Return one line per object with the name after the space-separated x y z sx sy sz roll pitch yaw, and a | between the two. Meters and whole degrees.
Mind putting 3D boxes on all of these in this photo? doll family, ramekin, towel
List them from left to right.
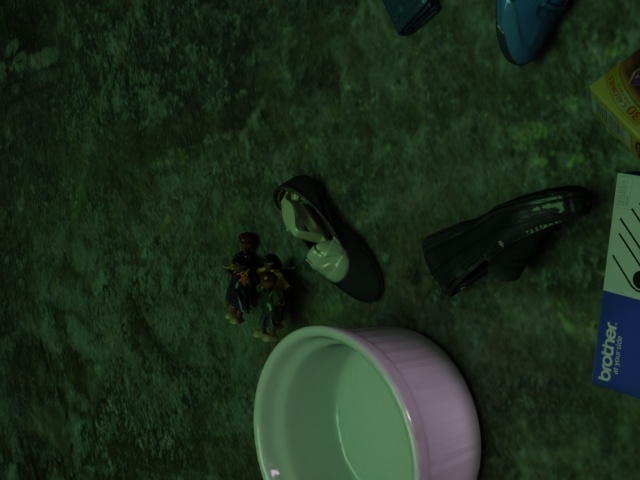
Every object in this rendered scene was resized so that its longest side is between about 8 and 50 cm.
-0.089 0.057 1.356 0.193 0.076 0.112 19 113 49 | doll family
0.057 0.229 1.164 0.277 0.135 0.277 9 101 48 | ramekin
0.091 -0.301 1.143 0.067 0.029 0.120 -38 67 45 | towel

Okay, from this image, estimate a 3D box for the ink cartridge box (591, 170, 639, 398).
0.316 0.045 0.917 0.097 0.046 0.207 15 106 47 | ink cartridge box

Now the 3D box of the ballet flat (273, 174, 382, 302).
0.000 0.000 1.250 0.203 0.074 0.074 57 132 27 | ballet flat

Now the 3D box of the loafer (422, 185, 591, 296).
0.196 0.002 1.031 0.223 0.076 0.078 -27 79 51 | loafer

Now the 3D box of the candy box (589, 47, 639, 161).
0.330 -0.091 0.841 0.109 0.053 0.187 -36 60 2 | candy box

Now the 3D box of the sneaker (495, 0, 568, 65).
0.230 -0.269 0.961 0.082 0.069 0.209 27 114 39 | sneaker
